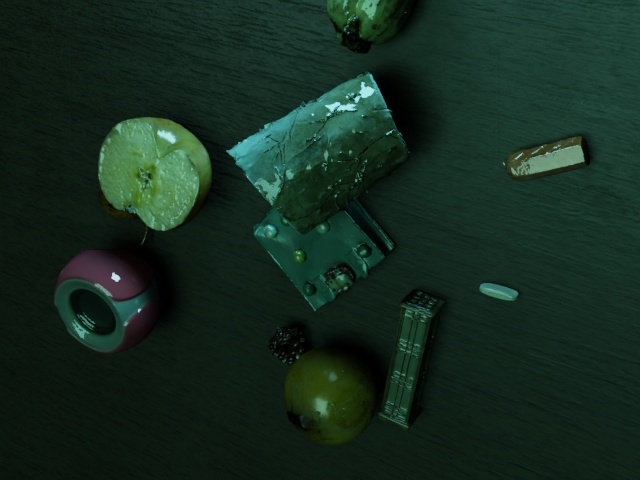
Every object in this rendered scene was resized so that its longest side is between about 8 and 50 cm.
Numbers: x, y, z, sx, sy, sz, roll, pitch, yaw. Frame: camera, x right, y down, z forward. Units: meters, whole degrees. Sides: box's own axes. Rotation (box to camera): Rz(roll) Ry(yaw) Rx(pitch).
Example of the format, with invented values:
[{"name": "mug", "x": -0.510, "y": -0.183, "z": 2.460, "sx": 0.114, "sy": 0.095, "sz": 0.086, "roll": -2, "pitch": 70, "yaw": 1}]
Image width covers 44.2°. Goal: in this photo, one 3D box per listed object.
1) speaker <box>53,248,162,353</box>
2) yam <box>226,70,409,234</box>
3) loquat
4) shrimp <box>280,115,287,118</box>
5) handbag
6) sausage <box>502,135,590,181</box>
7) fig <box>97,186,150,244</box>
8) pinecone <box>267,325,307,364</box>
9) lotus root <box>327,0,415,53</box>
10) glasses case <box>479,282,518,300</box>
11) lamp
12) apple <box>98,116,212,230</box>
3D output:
[{"name": "speaker", "x": -0.573, "y": 0.166, "z": 2.147, "sx": 0.294, "sy": 0.294, "sz": 0.294, "roll": 11, "pitch": 113, "yaw": 27}, {"name": "yam", "x": 0.003, "y": -0.179, "z": 1.644, "sx": 0.348, "sy": 0.241, "sz": 0.241, "roll": -32, "pitch": 90, "yaw": 9}, {"name": "loquat", "x": 0.026, "y": 0.370, "z": 1.887, "sx": 0.235, "sy": 0.235, "sz": 0.234, "roll": 11, "pitch": 113, "yaw": 27}, {"name": "shrimp", "x": -0.030, "y": -0.240, "z": 1.781, "sx": 0.174, "sy": 0.082, "sz": 0.076, "roll": 8, "pitch": 108, "yaw": 21}, {"name": "handbag", "x": -0.004, "y": 0.000, "z": 1.841, "sx": 0.269, "sy": 0.100, "sz": 0.274, "roll": -39, "pitch": 86, "yaw": 34}, {"name": "sausage", "x": 0.435, "y": -0.155, "z": 1.542, "sx": 0.170, "sy": 0.065, "sz": 0.065, "roll": -13, "pitch": 101, "yaw": 32}, {"name": "fig", "x": -0.494, "y": -0.088, "z": 2.108, "sx": 0.201, "sy": 0.134, "sz": 0.146, "roll": 54, "pitch": 158, "yaw": -23}, {"name": "pinecone", "x": -0.077, "y": 0.264, "z": 1.997, "sx": 0.102, "sy": 0.102, "sz": 0.109, "roll": -9, "pitch": 136, "yaw": 33}, {"name": "lotus root", "x": 0.119, "y": -0.524, "z": 1.540, "sx": 0.173, "sy": 0.173, "sz": 0.309, "roll": 33, "pitch": 122, "yaw": 16}, {"name": "glasses case", "x": 0.383, "y": 0.110, "z": 1.691, "sx": 0.083, "sy": 0.032, "sz": 0.021, "roll": 15, "pitch": 118, "yaw": 25}, {"name": "lamp", "x": 0.210, "y": 0.279, "z": 1.827, "sx": 0.090, "sy": 0.089, "sz": 0.325, "roll": 20, "pitch": 118, "yaw": 22}, {"name": "apple", "x": -0.388, "y": -0.169, "z": 1.966, "sx": 0.293, "sy": 0.163, "sz": 0.251, "roll": 38, "pitch": 117, "yaw": 13}]
